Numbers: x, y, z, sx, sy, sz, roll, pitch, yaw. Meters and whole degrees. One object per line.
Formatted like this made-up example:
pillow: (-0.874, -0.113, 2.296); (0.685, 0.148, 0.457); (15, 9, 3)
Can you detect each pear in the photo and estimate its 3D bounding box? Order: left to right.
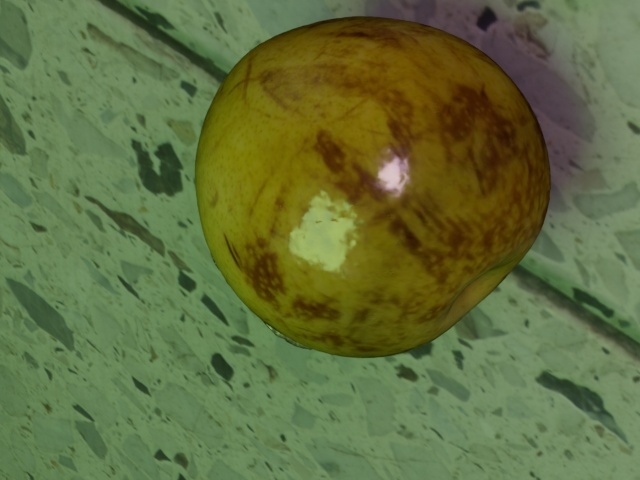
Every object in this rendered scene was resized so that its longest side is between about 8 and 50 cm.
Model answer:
pear: (0.035, -0.046, 1.388); (0.280, 0.280, 0.281); (30, 142, 26)

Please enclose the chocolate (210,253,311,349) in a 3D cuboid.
chocolate: (0.000, 0.000, 1.625); (0.148, 0.093, 0.214); (48, 146, 3)
